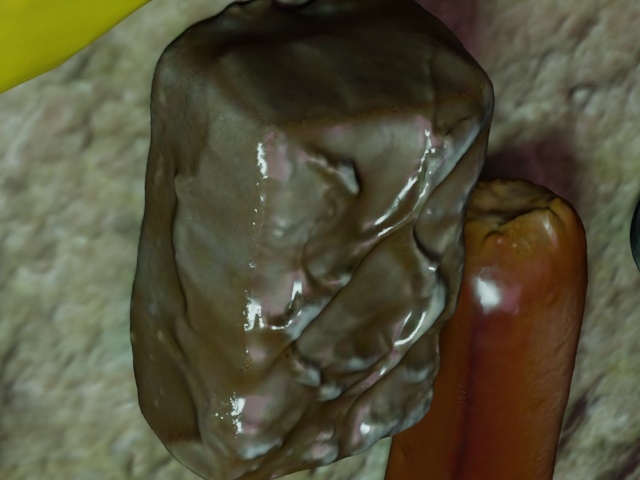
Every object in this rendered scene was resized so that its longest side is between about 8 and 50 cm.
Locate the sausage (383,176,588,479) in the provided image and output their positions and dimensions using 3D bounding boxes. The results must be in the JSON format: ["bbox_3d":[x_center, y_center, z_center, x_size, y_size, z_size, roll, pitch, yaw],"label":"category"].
[{"bbox_3d":[0.082,0.092,1.046,0.089,0.083,0.300,-25,139,-33],"label":"sausage"}]

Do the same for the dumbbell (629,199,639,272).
[{"bbox_3d":[0.231,0.051,1.137,0.110,0.110,0.254,-33,145,-17],"label":"dumbbell"}]

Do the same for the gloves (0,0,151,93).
[{"bbox_3d":[-0.120,-0.102,0.676,0.294,0.116,0.133,-24,139,-27],"label":"gloves"}]

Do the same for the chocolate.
[{"bbox_3d":[0.000,0.000,0.890,0.148,0.093,0.214,-17,131,-34],"label":"chocolate"}]
